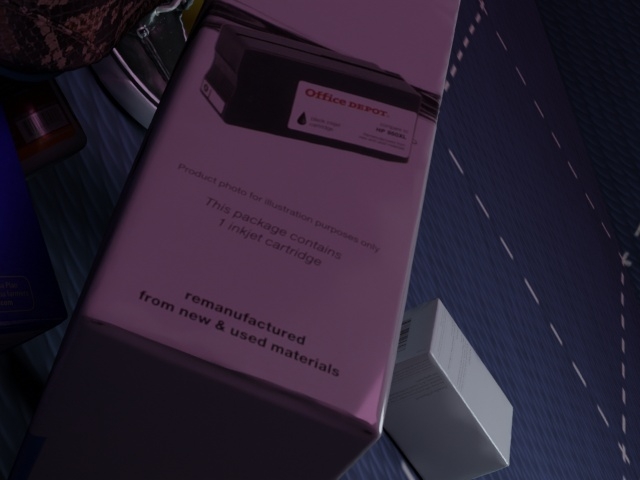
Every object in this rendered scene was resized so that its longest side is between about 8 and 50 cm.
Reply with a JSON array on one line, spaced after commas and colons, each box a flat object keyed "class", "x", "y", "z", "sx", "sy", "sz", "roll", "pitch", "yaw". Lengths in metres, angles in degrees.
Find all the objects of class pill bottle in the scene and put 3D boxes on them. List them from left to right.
[{"class": "pill bottle", "x": -0.245, "y": -0.119, "z": 0.835, "sx": 0.152, "sy": 0.086, "sz": 0.086, "roll": 62, "pitch": 25, "yaw": -7}]

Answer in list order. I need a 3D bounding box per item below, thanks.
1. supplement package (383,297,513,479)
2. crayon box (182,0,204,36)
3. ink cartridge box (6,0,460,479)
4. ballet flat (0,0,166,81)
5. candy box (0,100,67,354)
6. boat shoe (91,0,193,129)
[{"class": "supplement package", "x": 0.130, "y": 0.176, "z": 1.275, "sx": 0.179, "sy": 0.105, "sz": 0.105, "roll": 55, "pitch": 26, "yaw": -21}, {"class": "crayon box", "x": -0.105, "y": -0.305, "z": 1.225, "sx": 0.323, "sy": 0.083, "sz": 0.203, "roll": -87, "pitch": 157, "yaw": -47}, {"class": "ink cartridge box", "x": -0.053, "y": -0.007, "z": 0.755, "sx": 0.166, "sy": 0.285, "sz": 0.395, "roll": 23, "pitch": 50, "yaw": -10}, {"class": "ballet flat", "x": -0.120, "y": -0.267, "z": 0.823, "sx": 0.164, "sy": 0.182, "sz": 0.483, "roll": 33, "pitch": 28, "yaw": -6}, {"class": "candy box", "x": -0.311, "y": -0.077, "z": 0.631, "sx": 0.268, "sy": 0.122, "sz": 0.317, "roll": 2, "pitch": 67, "yaw": -61}, {"class": "boat shoe", "x": -0.175, "y": -0.236, "z": 1.051, "sx": 0.306, "sy": 0.105, "sz": 0.113, "roll": 61, "pitch": 26, "yaw": -9}]
